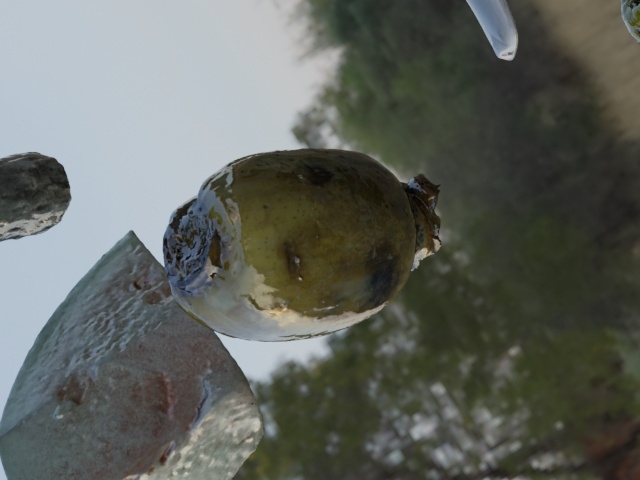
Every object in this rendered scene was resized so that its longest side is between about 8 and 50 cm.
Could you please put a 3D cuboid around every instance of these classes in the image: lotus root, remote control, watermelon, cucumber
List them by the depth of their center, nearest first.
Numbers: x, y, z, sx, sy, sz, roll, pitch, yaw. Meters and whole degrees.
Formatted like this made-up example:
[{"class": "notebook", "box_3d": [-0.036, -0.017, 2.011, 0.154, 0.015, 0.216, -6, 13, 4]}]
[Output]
[{"class": "cucumber", "box_3d": [-0.238, -0.025, 1.167, 0.112, 0.064, 0.064, -20, -108, -39]}, {"class": "remote control", "box_3d": [0.092, -0.241, 1.263, 0.073, 0.044, 0.229, 91, 154, -80]}, {"class": "lotus root", "box_3d": [0.001, 0.002, 1.278, 0.278, 0.154, 0.154, -9, -120, -45]}, {"class": "watermelon", "box_3d": [-0.166, 0.167, 1.674, 0.228, 0.258, 0.387, 48, -139, -32]}]

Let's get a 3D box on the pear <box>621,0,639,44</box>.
[{"class": "pear", "box_3d": [0.301, -0.192, 1.314, 0.107, 0.131, 0.107, -175, 90, -76]}]
